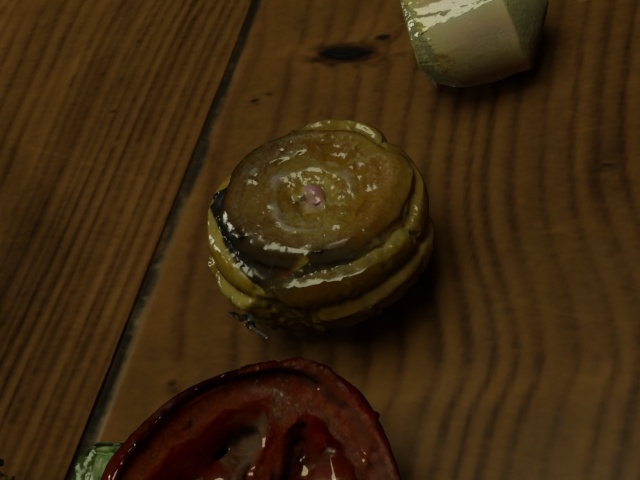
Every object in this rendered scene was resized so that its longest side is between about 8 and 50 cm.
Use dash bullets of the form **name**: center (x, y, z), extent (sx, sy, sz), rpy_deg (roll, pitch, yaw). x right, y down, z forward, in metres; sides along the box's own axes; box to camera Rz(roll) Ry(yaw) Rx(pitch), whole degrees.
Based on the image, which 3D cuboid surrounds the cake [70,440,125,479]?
- **cake**: center (-0.140, 0.274, 0.920), extent (0.100, 0.099, 0.235), rpy_deg (-1, 66, 25)

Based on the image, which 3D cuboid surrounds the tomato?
- **tomato**: center (-0.049, 0.196, 0.866), extent (0.101, 0.228, 0.228), rpy_deg (-35, 30, 59)

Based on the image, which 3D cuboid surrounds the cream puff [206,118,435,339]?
- **cream puff**: center (0.000, 0.000, 1.007), extent (0.189, 0.129, 0.189), rpy_deg (-9, 50, 10)

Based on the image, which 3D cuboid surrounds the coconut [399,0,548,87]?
- **coconut**: center (0.138, -0.194, 1.093), extent (0.122, 0.116, 0.116), rpy_deg (-17, 50, 12)

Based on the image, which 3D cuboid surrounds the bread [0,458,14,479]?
- **bread**: center (-0.393, 0.231, 1.041), extent (0.260, 0.129, 0.134), rpy_deg (-4, 62, 26)
